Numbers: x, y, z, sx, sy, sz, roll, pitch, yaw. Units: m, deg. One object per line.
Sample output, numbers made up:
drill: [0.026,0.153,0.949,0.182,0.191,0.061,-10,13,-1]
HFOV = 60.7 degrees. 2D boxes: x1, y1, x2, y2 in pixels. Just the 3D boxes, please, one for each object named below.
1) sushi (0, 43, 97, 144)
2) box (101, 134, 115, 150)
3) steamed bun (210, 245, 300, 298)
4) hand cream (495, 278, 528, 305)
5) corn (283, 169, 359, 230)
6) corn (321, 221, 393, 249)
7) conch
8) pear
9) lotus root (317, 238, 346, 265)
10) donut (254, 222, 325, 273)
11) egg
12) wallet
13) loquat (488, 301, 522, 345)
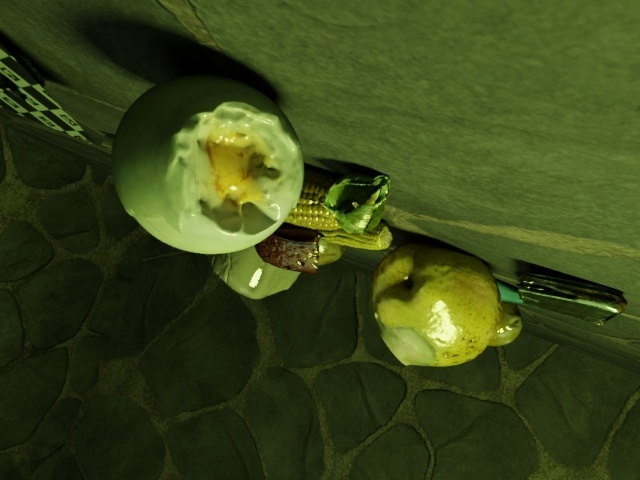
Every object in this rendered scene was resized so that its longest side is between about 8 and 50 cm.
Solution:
sushi: [-0.498,-0.274,0.844,0.290,0.050,0.264,22,162,21]
box: [-0.441,-0.214,1.364,0.178,0.035,0.115,19,175,27]
steamed bun: [-0.176,0.020,1.537,0.236,0.247,0.383,32,-171,12]
hand cream: [0.471,0.135,1.290,0.224,0.048,0.083,17,174,-16]
corn: [-0.079,-0.080,0.869,0.313,0.102,0.102,19,175,26]
corn: [0.069,-0.019,1.118,0.072,0.072,0.203,25,173,-36]
conch: [0.050,-0.054,0.741,0.089,0.074,0.121,2,157,-21]
pear: [0.227,0.121,1.108,0.271,0.271,0.271,21,175,2]
lotus root: [0.000,0.000,1.362,0.138,0.138,0.214,18,-173,33]
donut: [-0.054,-0.016,0.954,0.141,0.085,0.217,4,-156,5]
egg: [-0.123,-0.080,0.576,0.183,0.183,0.217,24,178,-29]
wallet: [0.456,0.110,1.016,0.169,0.044,0.317,15,175,24]
loquat: [0.461,0.210,1.471,0.152,0.152,0.195,23,172,-17]
